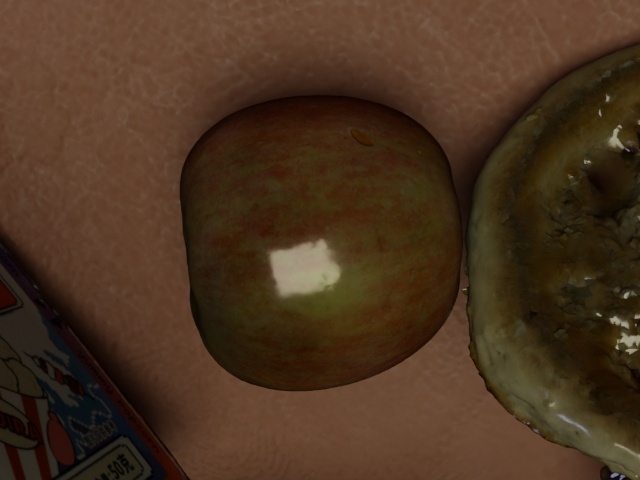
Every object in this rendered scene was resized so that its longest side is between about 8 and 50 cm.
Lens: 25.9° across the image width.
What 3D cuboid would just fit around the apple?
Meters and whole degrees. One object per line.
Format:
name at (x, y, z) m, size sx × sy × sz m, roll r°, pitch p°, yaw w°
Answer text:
apple at (0.000, 0.000, 0.878) m, size 0.174 × 0.188 × 0.188 m, roll -6°, pitch 107°, yaw -3°

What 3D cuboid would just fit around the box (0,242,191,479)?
box at (-0.306, 0.142, 0.801) m, size 0.257 × 0.348 × 0.318 m, roll -41°, pitch 85°, yaw 12°

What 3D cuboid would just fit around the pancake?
pancake at (0.260, 0.010, 0.854) m, size 0.356 × 0.065 × 0.356 m, roll -4°, pitch 64°, yaw 7°

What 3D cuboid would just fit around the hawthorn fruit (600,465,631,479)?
hawthorn fruit at (0.319, 0.167, 0.931) m, size 0.253 × 0.205 × 0.205 m, roll 3°, pitch 107°, yaw -6°
